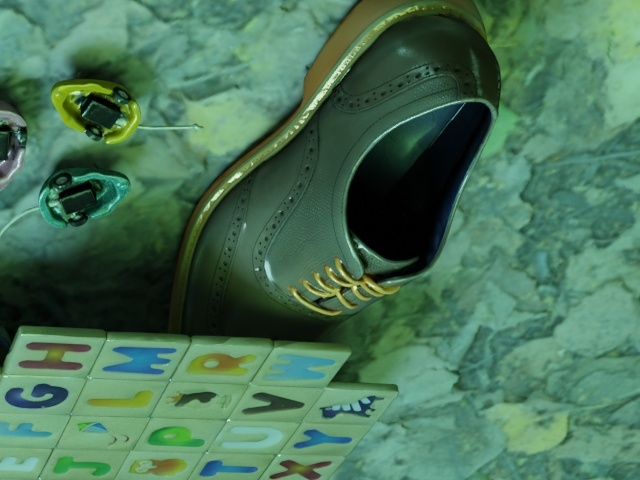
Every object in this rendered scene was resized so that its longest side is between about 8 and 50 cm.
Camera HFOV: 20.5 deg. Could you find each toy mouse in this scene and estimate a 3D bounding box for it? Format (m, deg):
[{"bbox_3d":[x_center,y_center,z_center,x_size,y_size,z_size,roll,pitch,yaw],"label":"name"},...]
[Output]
[{"bbox_3d":[-0.182,-0.055,1.164,0.161,0.031,0.143,20,119,-28],"label":"toy mouse"}]

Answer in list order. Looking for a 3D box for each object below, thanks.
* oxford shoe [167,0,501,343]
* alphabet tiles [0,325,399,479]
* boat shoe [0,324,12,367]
[{"bbox_3d":[0.000,0.000,1.190,0.130,0.132,0.363,15,124,-26],"label":"oxford shoe"},{"bbox_3d":[-0.131,0.137,1.272,0.342,0.011,0.285,4,148,-20],"label":"alphabet tiles"},{"bbox_3d":[-0.271,0.053,1.201,0.066,0.066,0.183,-38,128,13],"label":"boat shoe"}]
